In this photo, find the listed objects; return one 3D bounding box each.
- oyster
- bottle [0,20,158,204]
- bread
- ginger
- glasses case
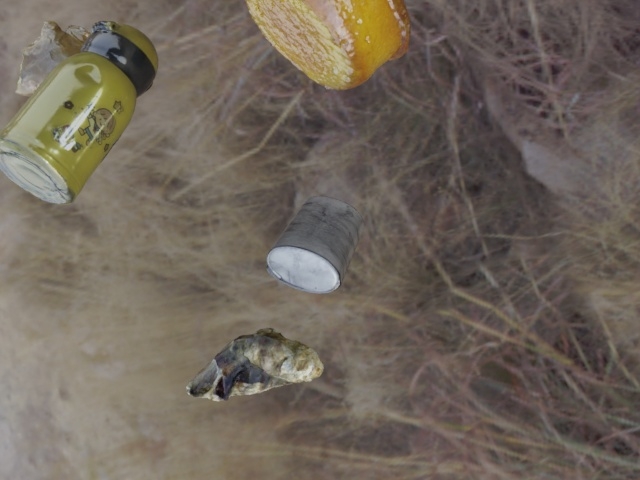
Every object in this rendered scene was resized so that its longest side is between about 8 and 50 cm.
[{"bbox_3d":[-0.151,0.274,1.998,0.094,0.294,0.166,76,169,-53],"label":"oyster"},{"bbox_3d":[-0.421,-0.245,1.679,0.172,0.351,0.171,25,154,13],"label":"bottle"},{"bbox_3d":[0.012,-0.401,1.593,0.312,0.172,0.312,37,165,12],"label":"bread"},{"bbox_3d":[-0.580,-0.400,2.216,0.123,0.270,0.218,-156,82,-74],"label":"ginger"},{"bbox_3d":[0.000,0.000,1.435,0.114,0.299,0.060,19,109,4],"label":"glasses case"}]
